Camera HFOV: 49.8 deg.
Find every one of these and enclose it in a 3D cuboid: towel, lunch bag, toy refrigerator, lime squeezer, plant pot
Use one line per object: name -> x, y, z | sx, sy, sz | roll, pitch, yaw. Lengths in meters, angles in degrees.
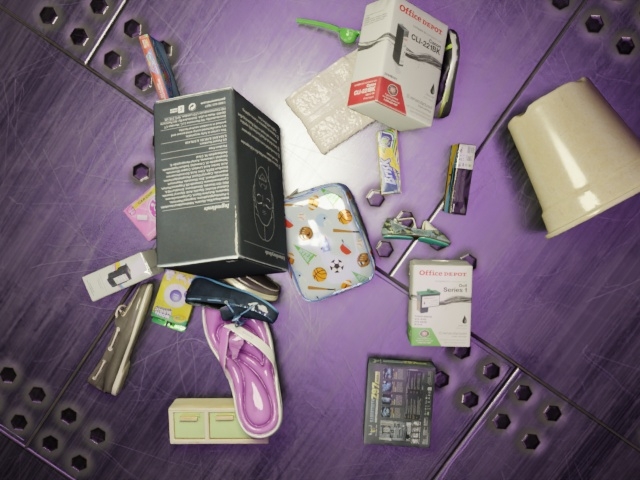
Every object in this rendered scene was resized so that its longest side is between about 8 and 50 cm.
towel -> 0.071, -0.374, 1.812 | 0.282, 0.049, 0.187 | -34, 93, 5
lunch bag -> 0.000, 0.000, 1.821 | 0.243, 0.115, 0.303 | -20, 93, 10
toy refrigerator -> -0.273, 0.495, 1.889 | 0.269, 0.094, 0.102 | 0, 96, 3
lime squeezer -> 0.076, -0.493, 1.764 | 0.310, 0.059, 0.110 | 49, 118, 7
plant pot -> 0.633, -0.215, 1.694 | 0.333, 0.334, 0.305 | -28, 82, 5

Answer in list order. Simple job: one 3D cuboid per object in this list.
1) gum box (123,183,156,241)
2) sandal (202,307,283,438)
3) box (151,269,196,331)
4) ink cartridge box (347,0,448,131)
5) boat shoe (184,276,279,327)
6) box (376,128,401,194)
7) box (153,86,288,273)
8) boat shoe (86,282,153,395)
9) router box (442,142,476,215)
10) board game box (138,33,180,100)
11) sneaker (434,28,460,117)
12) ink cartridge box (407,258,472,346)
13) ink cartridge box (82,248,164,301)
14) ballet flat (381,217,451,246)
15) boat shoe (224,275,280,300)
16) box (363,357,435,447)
gum box -> -0.418, -0.099, 1.851 | 0.188, 0.062, 0.107 | -39, 93, 5
sandal -> -0.196, 0.313, 1.821 | 0.169, 0.102, 0.416 | -22, 78, -4
box -> -0.394, 0.157, 1.887 | 0.105, 0.043, 0.179 | 19, 98, 0
ink cartridge box -> 0.193, -0.432, 1.698 | 0.197, 0.114, 0.273 | 16, 80, -37
boat shoe -> -0.233, 0.177, 1.800 | 0.258, 0.109, 0.089 | 15, 60, 23
box -> 0.180, -0.206, 1.818 | 0.054, 0.059, 0.169 | -5, 95, 5
box -> -0.234, -0.120, 1.663 | 0.212, 0.293, 0.396 | -8, 78, 17
boat shoe -> -0.547, 0.262, 1.869 | 0.095, 0.112, 0.335 | 20, 100, -4
router box -> 0.356, -0.157, 1.779 | 0.046, 0.133, 0.179 | 7, 96, 1
board game box -> -0.392, -0.381, 1.781 | 0.027, 0.145, 0.281 | -17, 94, 3
sneaker -> 0.300, -0.430, 1.779 | 0.097, 0.084, 0.235 | 7, 96, 3
ink cartridge box -> 0.317, 0.164, 1.832 | 0.160, 0.092, 0.220 | 0, 96, 2
ink cartridge box -> -0.523, 0.090, 1.842 | 0.175, 0.127, 0.072 | -23, 92, 4
ballet flat -> 0.258, -0.027, 1.834 | 0.188, 0.070, 0.070 | 8, 96, -2
boat shoe -> -0.224, 0.062, 1.842 | 0.285, 0.103, 0.092 | 31, 101, 5
box -> 0.213, 0.443, 1.881 | 0.183, 0.059, 0.233 | 2, 97, 2
